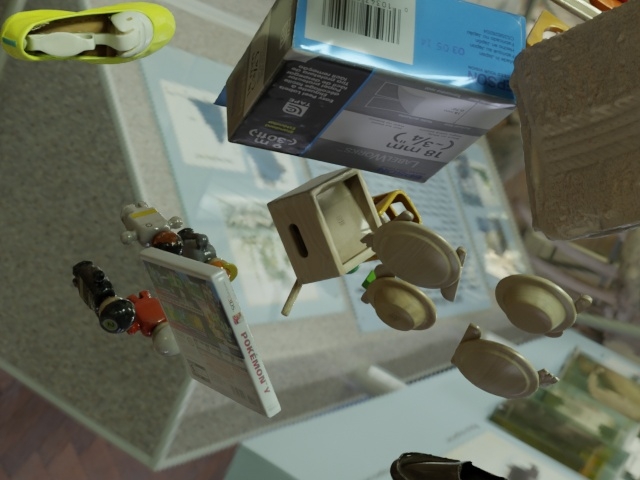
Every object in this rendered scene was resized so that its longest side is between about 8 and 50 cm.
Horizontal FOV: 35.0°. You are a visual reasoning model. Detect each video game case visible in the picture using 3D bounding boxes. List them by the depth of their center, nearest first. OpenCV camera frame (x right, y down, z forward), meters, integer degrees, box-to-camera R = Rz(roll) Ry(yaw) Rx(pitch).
[{"bbox_3d":[-0.132,0.103,1.187,0.023,0.201,0.184,-30,112,-26],"label":"video game case"}]

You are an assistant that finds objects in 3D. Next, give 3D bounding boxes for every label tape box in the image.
[{"bbox_3d":[0.033,-0.147,1.093,0.333,0.240,0.106,139,-42,-63],"label":"label tape box"}]

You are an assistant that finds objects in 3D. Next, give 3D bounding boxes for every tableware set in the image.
[{"bbox_3d":[0.098,0.048,0.703,0.020,0.168,0.141,-57,174,-33],"label":"tableware set"}]

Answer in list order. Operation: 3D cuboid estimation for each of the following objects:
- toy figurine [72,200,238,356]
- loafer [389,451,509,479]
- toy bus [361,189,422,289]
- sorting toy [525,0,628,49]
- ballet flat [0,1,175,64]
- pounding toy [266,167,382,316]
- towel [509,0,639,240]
[{"bbox_3d":[-0.264,0.064,1.629,0.209,0.148,0.213,-50,140,1],"label":"toy figurine"},{"bbox_3d":[0.223,0.390,1.681,0.080,0.219,0.078,-61,155,-46],"label":"loafer"},{"bbox_3d":[0.079,-0.022,1.781,0.104,0.202,0.191,-52,162,-38],"label":"toy bus"},{"bbox_3d":[0.320,-0.325,1.166,0.047,0.195,0.348,129,-18,-57],"label":"sorting toy"},{"bbox_3d":[-0.279,-0.253,1.266,0.230,0.077,0.077,-10,114,-29],"label":"ballet flat"},{"bbox_3d":[0.000,0.000,1.254,0.130,0.100,0.141,-31,103,-48],"label":"pounding toy"},{"bbox_3d":[0.268,-0.108,0.823,0.049,0.282,0.187,0,77,-35],"label":"towel"}]
